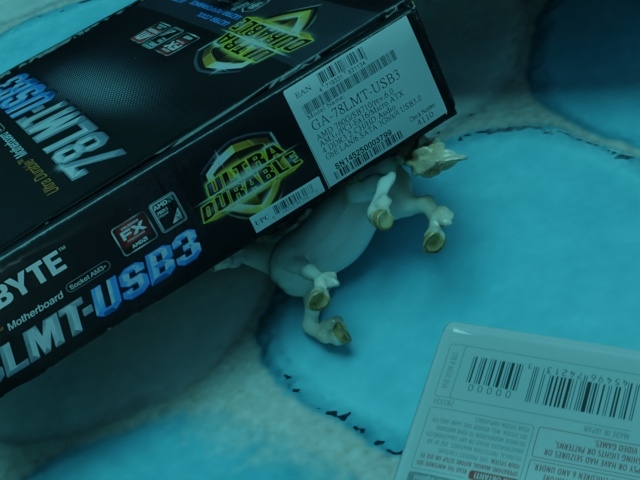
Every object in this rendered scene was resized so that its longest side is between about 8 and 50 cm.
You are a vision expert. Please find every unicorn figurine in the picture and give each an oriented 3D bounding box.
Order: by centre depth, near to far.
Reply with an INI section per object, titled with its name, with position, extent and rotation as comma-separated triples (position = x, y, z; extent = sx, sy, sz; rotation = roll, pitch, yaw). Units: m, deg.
[unicorn figurine]
position = 0.000, 0.000, 0.676
extent = 0.161, 0.060, 0.111
rotation = -30, 31, -2

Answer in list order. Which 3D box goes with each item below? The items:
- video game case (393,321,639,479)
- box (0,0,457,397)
[video game case]
position = 0.125, 0.133, 0.457
extent = 0.226, 0.026, 0.206
rotation = 8, 55, 21
[box]
position = -0.118, -0.052, 0.731
extent = 0.293, 0.073, 0.295
rotation = -30, 26, -12
